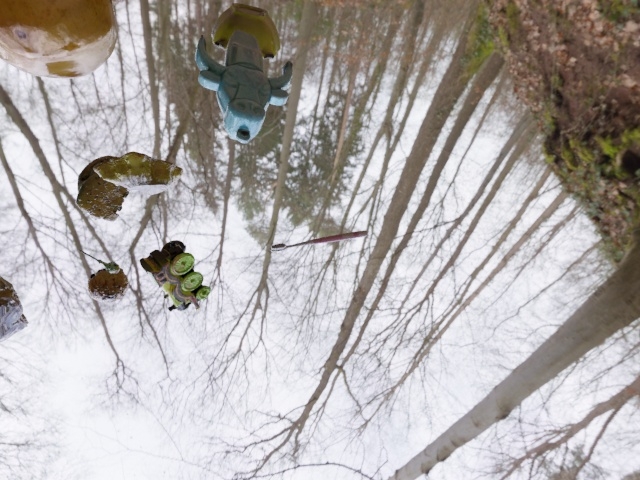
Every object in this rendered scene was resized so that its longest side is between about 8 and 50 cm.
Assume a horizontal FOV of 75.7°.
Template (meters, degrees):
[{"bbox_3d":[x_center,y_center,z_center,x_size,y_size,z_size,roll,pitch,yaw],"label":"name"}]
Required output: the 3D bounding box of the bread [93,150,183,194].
[{"bbox_3d":[-0.522,-0.191,1.221,0.160,0.088,0.233,-8,178,20],"label":"bread"}]

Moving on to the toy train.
[{"bbox_3d":[-0.471,0.131,1.369,0.160,0.297,0.100,-38,-127,-23],"label":"toy train"}]

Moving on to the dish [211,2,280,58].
[{"bbox_3d":[-0.224,-0.653,1.264,0.220,0.109,0.263,6,-144,-12],"label":"dish"}]

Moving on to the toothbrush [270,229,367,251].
[{"bbox_3d":[0.000,0.000,1.157,0.285,0.025,0.020,-9,-108,-14],"label":"toothbrush"}]

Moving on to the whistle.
[{"bbox_3d":[-0.145,-0.297,0.785,0.186,0.093,0.274,6,-118,-22],"label":"whistle"}]

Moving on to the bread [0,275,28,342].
[{"bbox_3d":[-0.895,0.197,1.078,0.109,0.210,0.192,39,-137,20],"label":"bread"}]

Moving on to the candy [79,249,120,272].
[{"bbox_3d":[-0.443,0.040,0.826,0.083,0.023,0.025,40,-178,-31],"label":"candy"}]

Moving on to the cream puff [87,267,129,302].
[{"bbox_3d":[-0.714,0.153,1.393,0.132,0.120,0.104,-28,-144,-1],"label":"cream puff"}]

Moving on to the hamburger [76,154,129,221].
[{"bbox_3d":[-0.903,-0.223,1.706,0.167,0.288,0.192,29,-174,31],"label":"hamburger"}]

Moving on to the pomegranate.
[{"bbox_3d":[-0.725,-0.645,1.084,0.415,0.417,0.417,10,-134,-10],"label":"pomegranate"}]
